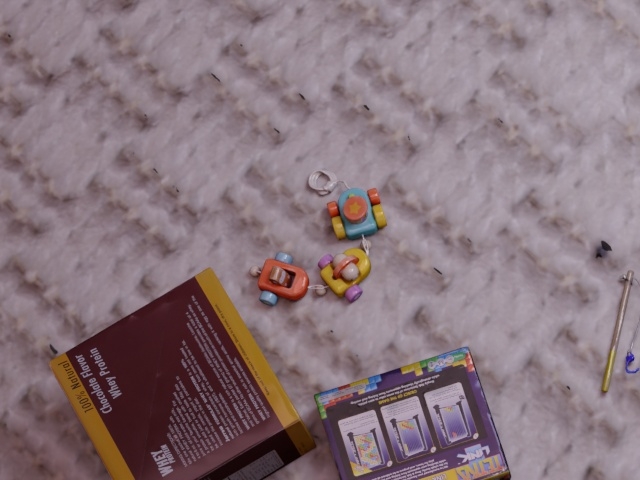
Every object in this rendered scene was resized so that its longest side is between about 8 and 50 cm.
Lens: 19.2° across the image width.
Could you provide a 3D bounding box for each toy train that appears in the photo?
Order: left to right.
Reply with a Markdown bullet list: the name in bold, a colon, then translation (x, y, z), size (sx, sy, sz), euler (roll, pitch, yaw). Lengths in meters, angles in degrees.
- **toy train**: translation (0.000, 0.000, 2.032), size (0.125, 0.046, 0.166), euler (21, 75, 14)

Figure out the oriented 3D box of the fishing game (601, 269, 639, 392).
- **fishing game**: translation (0.425, 0.125, 1.936), size (0.264, 0.041, 0.189), euler (5, 71, 18)

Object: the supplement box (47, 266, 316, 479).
- **supplement box**: translation (-0.141, 0.170, 1.948), size (0.194, 0.129, 0.191), euler (-31, 70, -4)

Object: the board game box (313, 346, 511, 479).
- **board game box**: translation (0.094, 0.202, 1.948), size (0.170, 0.048, 0.141), euler (-17, 72, 1)
